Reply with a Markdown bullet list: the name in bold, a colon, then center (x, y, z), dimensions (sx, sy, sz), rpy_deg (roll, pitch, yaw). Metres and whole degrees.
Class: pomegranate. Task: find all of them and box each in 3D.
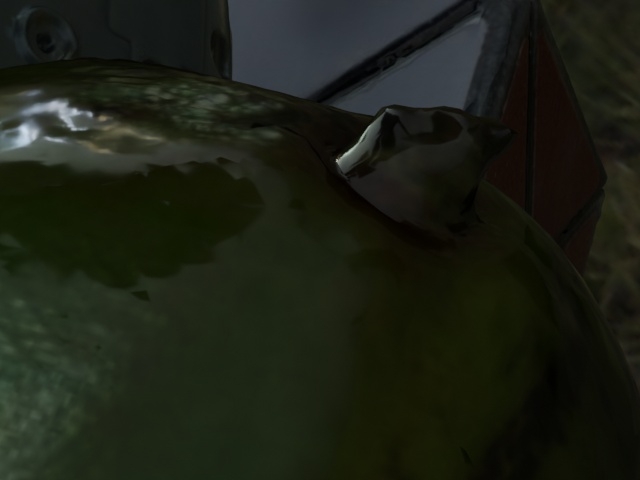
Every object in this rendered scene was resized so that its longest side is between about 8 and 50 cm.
- **pomegranate**: center (-0.053, 0.112, 0.469), dimensions (0.260, 0.260, 0.341), rpy_deg (34, 107, 50)

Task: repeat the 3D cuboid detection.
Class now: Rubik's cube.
- **Rubik's cube**: center (0.000, 0.000, 1.057), dimensions (0.260, 0.259, 0.255), rpy_deg (9, 67, 20)

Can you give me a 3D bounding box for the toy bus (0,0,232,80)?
- **toy bus**: center (-0.185, -0.075, 0.660), dimensions (0.232, 0.287, 0.194), rpy_deg (-26, 55, 40)
